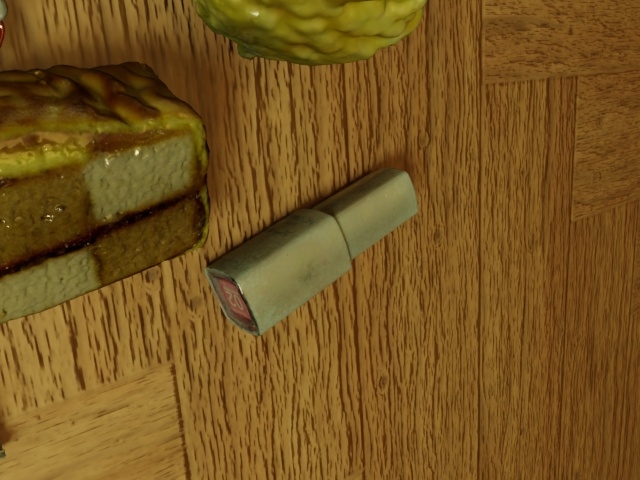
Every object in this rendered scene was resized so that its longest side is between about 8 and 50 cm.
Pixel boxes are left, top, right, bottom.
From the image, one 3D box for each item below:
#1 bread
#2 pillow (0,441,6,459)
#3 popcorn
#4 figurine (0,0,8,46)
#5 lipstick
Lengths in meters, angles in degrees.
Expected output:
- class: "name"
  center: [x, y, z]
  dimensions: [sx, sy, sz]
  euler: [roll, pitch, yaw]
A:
- class: "bread"
  center: [-0.189, -0.038, 0.463]
  dimensions: [0.222, 0.096, 0.182]
  euler: [-23, 143, -34]
- class: "pillow"
  center: [-0.327, 0.115, 0.447]
  dimensions: [0.119, 0.053, 0.208]
  euler: [-28, 116, -36]
- class: "popcorn"
  center: [-0.013, -0.267, 0.513]
  dimensions: [0.249, 0.249, 0.226]
  euler: [16, 76, -40]
- class: "figurine"
  center: [-0.305, -0.149, 0.362]
  dimensions: [0.226, 0.160, 0.184]
  euler: [-29, 117, -41]
- class: "lipstick"
  center: [0.000, 0.000, 0.669]
  dimensions: [0.252, 0.079, 0.078]
  euler: [-35, 118, -29]
